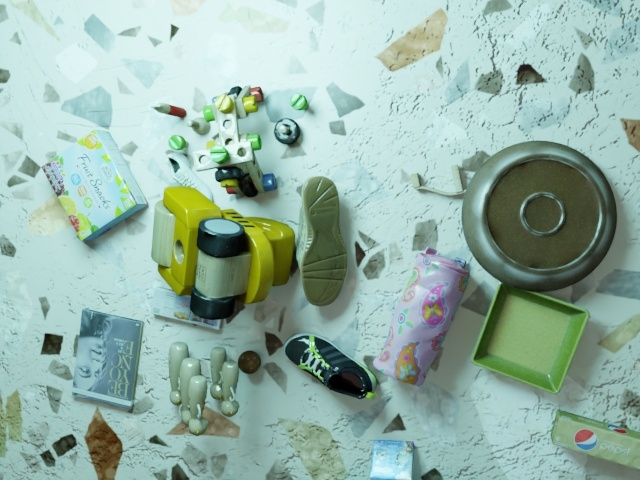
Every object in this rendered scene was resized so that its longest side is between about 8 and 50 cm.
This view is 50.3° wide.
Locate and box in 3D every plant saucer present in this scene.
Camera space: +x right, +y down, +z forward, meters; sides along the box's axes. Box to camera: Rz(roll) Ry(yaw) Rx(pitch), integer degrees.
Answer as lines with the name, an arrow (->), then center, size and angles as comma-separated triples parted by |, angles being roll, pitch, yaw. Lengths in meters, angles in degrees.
plant saucer -> 0.433, 0.197, 1.420 | 0.188, 0.045, 0.188 | 20, 99, 12
plant saucer -> 0.443, -0.051, 1.373 | 0.310, 0.050, 0.310 | 0, 87, 5

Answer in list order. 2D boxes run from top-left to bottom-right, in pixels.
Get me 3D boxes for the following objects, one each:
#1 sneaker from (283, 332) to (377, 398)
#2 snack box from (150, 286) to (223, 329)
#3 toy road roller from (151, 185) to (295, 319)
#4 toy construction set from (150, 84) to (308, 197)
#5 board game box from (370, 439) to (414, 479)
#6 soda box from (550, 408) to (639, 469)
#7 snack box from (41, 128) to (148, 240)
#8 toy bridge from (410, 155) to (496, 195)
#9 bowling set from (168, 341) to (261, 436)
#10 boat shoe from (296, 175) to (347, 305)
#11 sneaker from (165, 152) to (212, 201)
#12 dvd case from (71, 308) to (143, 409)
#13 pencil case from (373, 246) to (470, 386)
sneaker -> 0.021, 0.276, 1.500 | 0.235, 0.097, 0.084 | 24, 99, 11
snack box -> -0.314, 0.160, 1.614 | 0.178, 0.022, 0.064 | 12, 96, 13
toy road roller -> -0.208, 0.018, 1.504 | 0.329, 0.240, 0.202 | 34, 121, 45
toy construction set -> -0.223, -0.231, 1.454 | 0.309, 0.237, 0.257 | 18, 98, 13
board game box -> 0.157, 0.482, 1.490 | 0.090, 0.090, 0.020 | -2, 138, 14
soda box -> 0.570, 0.406, 1.393 | 0.181, 0.058, 0.061 | 14, 97, 13
snack box -> -0.537, -0.132, 1.625 | 0.174, 0.070, 0.207 | -30, 87, 14
toy bridge -> 0.290, -0.130, 1.443 | 0.188, 0.026, 0.063 | -11, 93, 14
bowling set -> -0.227, 0.334, 1.531 | 0.200, 0.287, 0.154 | 0, 102, -19
boat shoe -> 0.000, 0.000, 1.502 | 0.104, 0.089, 0.285 | 0, 97, -12
sneaker -> -0.309, -0.137, 1.574 | 0.054, 0.061, 0.152 | -39, 86, 11
dvd case -> -0.524, 0.291, 1.677 | 0.164, 0.018, 0.221 | 10, 96, 13
pencil case -> 0.213, 0.161, 1.439 | 0.124, 0.124, 0.284 | 22, 98, 12
